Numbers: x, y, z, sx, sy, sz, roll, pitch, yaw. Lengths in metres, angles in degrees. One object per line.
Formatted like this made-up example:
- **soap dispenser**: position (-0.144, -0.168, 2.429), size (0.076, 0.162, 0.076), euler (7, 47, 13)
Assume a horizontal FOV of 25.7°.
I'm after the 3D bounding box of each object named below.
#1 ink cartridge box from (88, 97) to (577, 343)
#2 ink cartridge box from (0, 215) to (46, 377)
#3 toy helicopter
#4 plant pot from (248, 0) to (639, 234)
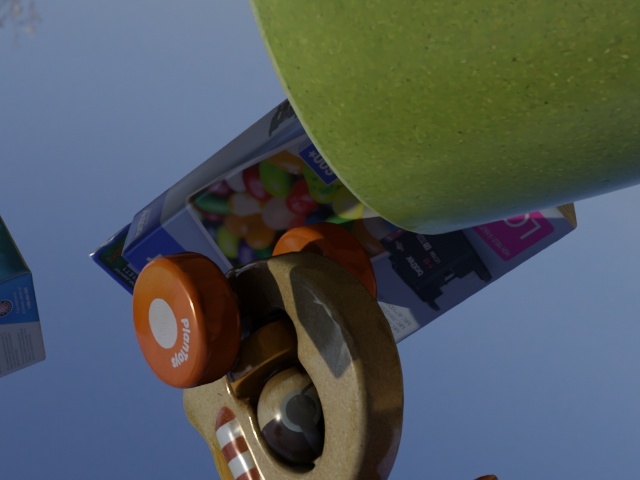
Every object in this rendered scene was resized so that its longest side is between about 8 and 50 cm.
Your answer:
- **ink cartridge box**: position (0.000, 0.000, 0.987), size (0.186, 0.311, 0.065), euler (45, -153, -22)
- **ink cartridge box**: position (-0.209, 0.044, 0.709), size (0.122, 0.088, 0.052), euler (-23, -120, -20)
- **toy helicopter**: position (-0.018, 0.177, 0.901), size (0.140, 0.355, 0.235), euler (-13, -142, -38)
- **plant pot**: position (0.159, -0.149, 0.493), size (0.294, 0.274, 0.275), euler (-5, -177, 29)
